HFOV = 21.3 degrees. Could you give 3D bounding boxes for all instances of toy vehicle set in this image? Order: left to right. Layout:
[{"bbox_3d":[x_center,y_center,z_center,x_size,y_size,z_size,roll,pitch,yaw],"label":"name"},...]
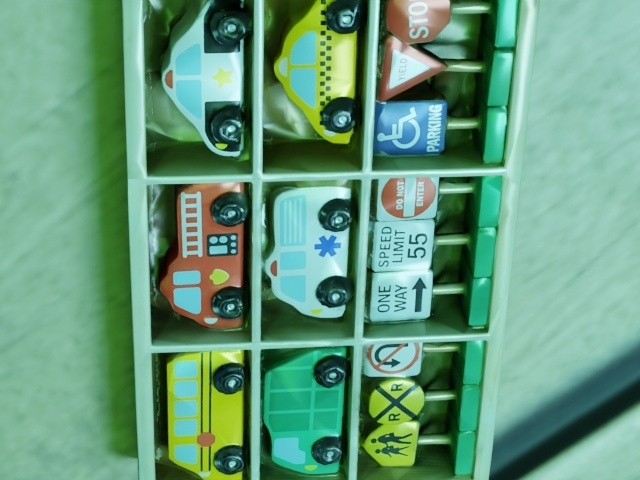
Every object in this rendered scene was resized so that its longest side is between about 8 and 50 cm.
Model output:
[{"bbox_3d":[0.000,0.000,0.741,0.166,0.035,0.266,-3,122,-7],"label":"toy vehicle set"}]
